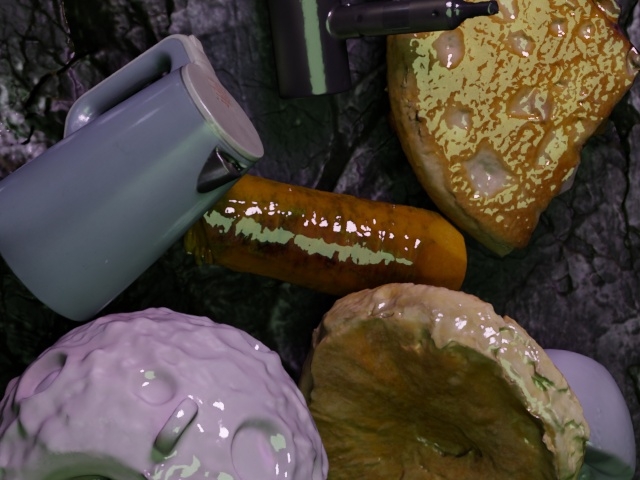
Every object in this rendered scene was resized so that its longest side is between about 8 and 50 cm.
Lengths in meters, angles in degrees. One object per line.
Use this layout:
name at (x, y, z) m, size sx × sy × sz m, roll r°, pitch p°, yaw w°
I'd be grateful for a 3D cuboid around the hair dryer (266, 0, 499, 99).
hair dryer at (0.058, -0.245, 1.438) m, size 0.248 × 0.078 × 0.195 m, roll 0°, pitch 104°, yaw 28°

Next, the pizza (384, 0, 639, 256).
pizza at (0.197, -0.190, 1.526) m, size 0.278 × 0.114 × 0.409 m, roll -16°, pitch 104°, yaw -11°

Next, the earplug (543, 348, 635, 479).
earplug at (0.259, 0.281, 1.605) m, size 0.214 × 0.175 × 0.325 m, roll 4°, pitch 107°, yaw 24°

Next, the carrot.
carrot at (0.000, 0.000, 1.510) m, size 0.302 × 0.114 × 0.114 m, roll 11°, pitch 97°, yaw -14°

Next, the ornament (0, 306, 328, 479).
ornament at (-0.156, 0.229, 1.406) m, size 0.337 × 0.337 × 0.337 m, roll -3°, pitch 101°, yaw -14°

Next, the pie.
pie at (0.113, 0.188, 1.488) m, size 0.083 × 0.339 × 0.339 m, roll -43°, pitch 113°, yaw -46°

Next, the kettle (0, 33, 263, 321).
kettle at (-0.187, -0.073, 1.407) m, size 0.243 × 0.210 × 0.160 m, roll -37°, pitch 135°, yaw 13°
